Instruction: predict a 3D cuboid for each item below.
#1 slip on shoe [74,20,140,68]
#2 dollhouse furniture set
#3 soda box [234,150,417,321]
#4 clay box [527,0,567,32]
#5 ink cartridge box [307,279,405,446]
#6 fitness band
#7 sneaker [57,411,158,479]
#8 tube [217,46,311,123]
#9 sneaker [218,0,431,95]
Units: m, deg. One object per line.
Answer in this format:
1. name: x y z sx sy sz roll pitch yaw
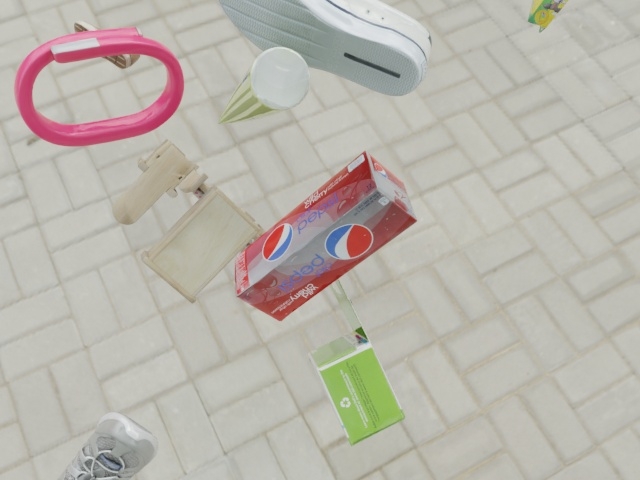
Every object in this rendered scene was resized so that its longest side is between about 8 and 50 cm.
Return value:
1. slip on shoe: -0.391 -0.362 1.224 0.135 0.051 0.041 32 50 15
2. dollhouse furniture set: -0.253 -0.043 1.258 0.174 0.355 0.303 -45 112 -2
3. soda box: 0.000 0.000 0.929 0.263 0.092 0.083 -37 40 23
4. clay box: 0.522 -0.569 1.468 0.053 0.222 0.128 19 73 -3
5. ink cartridge box: 0.026 0.175 1.084 0.097 0.189 0.255 -26 90 -6
6. fitness band: -0.388 -0.269 1.190 0.290 0.209 0.054 -15 52 -24
7. sneaker: -0.345 0.370 1.050 0.105 0.281 0.115 36 38 -7
8. tube: -0.065 -0.167 0.761 0.070 0.240 0.062 7 93 -16
9. sneaker: 0.007 -0.250 0.774 0.258 0.094 0.091 27 47 0
